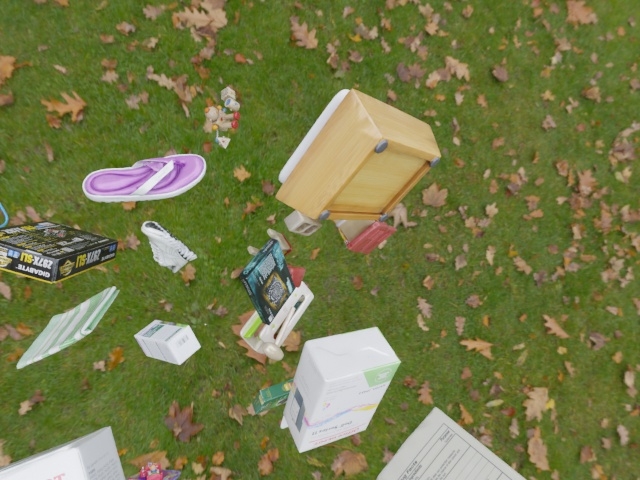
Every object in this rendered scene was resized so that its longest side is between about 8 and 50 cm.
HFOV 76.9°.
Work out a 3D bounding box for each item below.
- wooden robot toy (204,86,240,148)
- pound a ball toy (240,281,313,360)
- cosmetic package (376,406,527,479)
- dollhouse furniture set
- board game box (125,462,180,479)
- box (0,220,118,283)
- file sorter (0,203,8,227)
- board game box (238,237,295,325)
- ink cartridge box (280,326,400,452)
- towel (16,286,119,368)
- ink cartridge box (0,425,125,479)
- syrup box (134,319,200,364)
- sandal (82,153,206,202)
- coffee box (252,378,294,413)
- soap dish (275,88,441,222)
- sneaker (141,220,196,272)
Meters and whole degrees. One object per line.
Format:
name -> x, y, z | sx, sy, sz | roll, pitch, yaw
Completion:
wooden robot toy -> -0.262, -0.333, 1.056 | 0.079, 0.076, 0.173 | 25, 70, -51
pound a ball toy -> -0.131, 0.296, 1.443 | 0.135, 0.208, 0.319 | 56, 50, -25
cosmetic package -> 0.243, 0.398, 0.552 | 0.153, 0.296, 0.129 | -44, 127, -11
dollhouse furniture set -> 0.000, 0.000, 1.170 | 0.374, 0.152, 0.201 | -39, 68, 17
board game box -> -0.539, 0.744, 1.291 | 0.169, 0.133, 0.033 | -7, 79, 18
box -> -0.818, 0.024, 1.219 | 0.258, 0.322, 0.079 | 14, 99, -2
file sorter -> -0.691, -0.049, 0.733 | 0.171, 0.104, 0.118 | -9, 114, 19
board game box -> -0.121, 0.101, 0.963 | 0.026, 0.186, 0.126 | 16, 52, 28
ink cartridge box -> 0.036, 0.393, 1.005 | 0.207, 0.353, 0.119 | -5, 38, -28
towel -> -0.885, 0.299, 1.422 | 0.325, 0.247, 0.038 | -24, 120, 15
ink cartridge box -> -0.504, 0.597, 0.750 | 0.280, 0.160, 0.384 | -19, 82, -8
syrup box -> -0.529, 0.345, 1.386 | 0.093, 0.237, 0.096 | -41, 118, -43
sandal -> -0.607, -0.223, 1.400 | 0.417, 0.102, 0.169 | -17, 67, -13
coffee box -> -0.110, 0.469, 1.243 | 0.184, 0.113, 0.040 | -10, 56, -30
soap dish -> 0.085, -0.138, 0.761 | 0.291, 0.229, 0.118 | -3, 51, -52
sneaker -> -0.565, 0.032, 1.471 | 0.110, 0.292, 0.118 | 38, 77, 26
